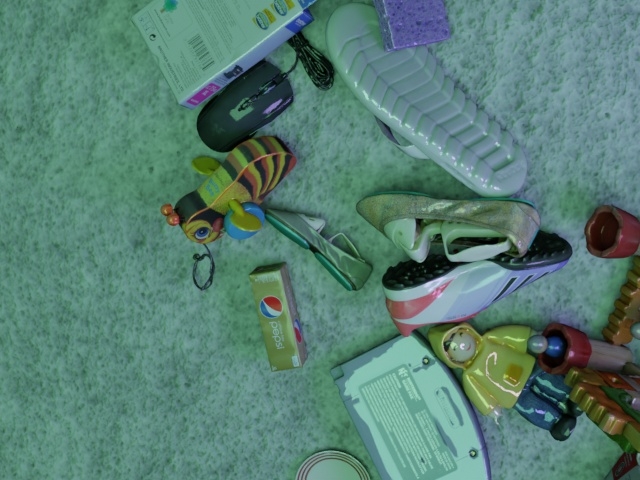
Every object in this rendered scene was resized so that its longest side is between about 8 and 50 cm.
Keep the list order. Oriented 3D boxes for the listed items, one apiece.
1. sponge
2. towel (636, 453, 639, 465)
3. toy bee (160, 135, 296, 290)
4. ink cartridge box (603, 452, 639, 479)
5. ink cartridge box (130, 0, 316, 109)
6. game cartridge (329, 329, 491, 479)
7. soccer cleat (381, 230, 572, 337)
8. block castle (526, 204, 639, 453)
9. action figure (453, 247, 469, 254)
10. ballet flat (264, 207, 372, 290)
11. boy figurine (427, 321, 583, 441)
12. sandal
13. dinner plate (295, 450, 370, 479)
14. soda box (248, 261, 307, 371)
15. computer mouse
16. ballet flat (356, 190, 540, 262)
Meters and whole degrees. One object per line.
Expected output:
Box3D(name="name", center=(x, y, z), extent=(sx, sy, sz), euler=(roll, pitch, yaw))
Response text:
Box3D(name="sponge", center=(0.133, -0.412, 1.768), extent=(0.117, 0.031, 0.210), euler=(-17, 97, -28))
Box3D(name="towel", center=(0.641, 0.254, 1.816), extent=(0.187, 0.049, 0.282), euler=(9, 108, -28))
Box3D(name="toy bee", center=(-0.173, -0.050, 1.856), extent=(0.195, 0.162, 0.298), euler=(25, 96, 44))
Box3D(name="ink cartridge box", center=(0.500, 0.506, 1.865), extent=(0.114, 0.197, 0.273), euler=(32, 106, 2))
Box3D(name="ink cartridge box", center=(-0.143, -0.377, 1.821), extent=(0.311, 0.065, 0.186), euler=(-35, 74, 17))
Box3D(name="game cartridge", center=(0.166, 0.315, 1.927), extent=(0.198, 0.062, 0.297), euler=(-27, 83, 10))
Box3D(name="soccer cleat", center=(0.262, 0.070, 1.843), extent=(0.318, 0.108, 0.116), euler=(-15, 119, -3))
Box3D(name="block castle", center=(0.517, 0.164, 1.648), extent=(0.213, 0.453, 0.303), euler=(11, 109, -28))
Box3D(name="action figure", center=(0.250, 0.071, 1.899), extent=(0.038, 0.030, 0.115), euler=(-10, 103, 7))
Box3D(name="ballet flat", center=(0.000, 0.000, 1.915), extent=(0.213, 0.072, 0.068), euler=(41, 79, -2))
Box3D(name="boy figurine", center=(0.314, 0.215, 1.881), extent=(0.285, 0.092, 0.177), euler=(34, 88, -3))
Box3D(name="sandal", center=(0.153, -0.206, 1.810), extent=(0.416, 0.169, 0.102), euler=(45, 146, -2))
Box3D(name="dinner plate", center=(0.024, 0.446, 2.028), extent=(0.141, 0.017, 0.141), euler=(2, 103, 10))
Box3D(name="soda box", center=(-0.073, 0.133, 1.951), extent=(0.058, 0.061, 0.181), euler=(-10, 101, 12))
Box3D(name="computer mouse", center=(-0.125, -0.273, 1.869), extent=(0.262, 0.060, 0.184), euler=(-31, 96, 15))
Box3D(name="ballet flat", center=(0.194, -0.018, 1.808), extent=(0.316, 0.107, 0.106), euler=(1, 61, 27))
